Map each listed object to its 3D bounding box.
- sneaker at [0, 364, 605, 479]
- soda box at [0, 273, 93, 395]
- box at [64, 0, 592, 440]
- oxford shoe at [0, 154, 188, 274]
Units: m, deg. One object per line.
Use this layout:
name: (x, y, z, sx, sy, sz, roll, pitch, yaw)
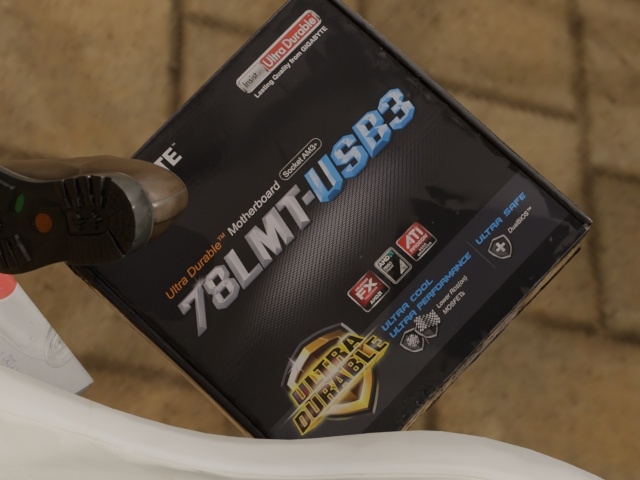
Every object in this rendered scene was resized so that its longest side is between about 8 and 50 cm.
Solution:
sneaker: (-0.017, 0.108, 0.458, 0.290, 0.106, 0.123, 12, 22, -11)
soda box: (-0.332, 0.051, 1.624, 0.286, 0.098, 0.091, 52, 36, 3)
box: (0.000, 0.000, 1.421, 0.293, 0.073, 0.295, 43, 80, 10)
oxford shoe: (-0.191, -0.023, 1.355, 0.096, 0.227, 0.083, -25, 115, -51)
